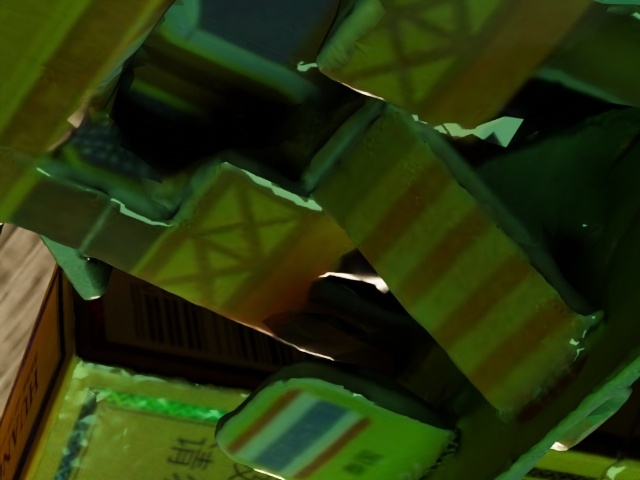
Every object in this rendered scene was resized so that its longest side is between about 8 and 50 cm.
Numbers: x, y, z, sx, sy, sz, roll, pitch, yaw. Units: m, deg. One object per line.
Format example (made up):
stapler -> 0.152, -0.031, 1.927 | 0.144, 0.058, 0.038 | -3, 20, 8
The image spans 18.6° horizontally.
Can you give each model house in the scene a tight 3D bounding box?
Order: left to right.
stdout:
model house -> -0.011, -0.113, 0.508 | 0.313, 0.242, 0.358 | 23, 138, -21

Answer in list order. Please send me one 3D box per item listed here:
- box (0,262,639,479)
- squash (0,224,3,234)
box -> 0.016, 0.121, 0.785 | 0.301, 0.084, 0.193 | 12, 123, -19
squash -> -0.296, 0.032, 0.683 | 0.309, 0.310, 0.310 | 26, 137, -10
